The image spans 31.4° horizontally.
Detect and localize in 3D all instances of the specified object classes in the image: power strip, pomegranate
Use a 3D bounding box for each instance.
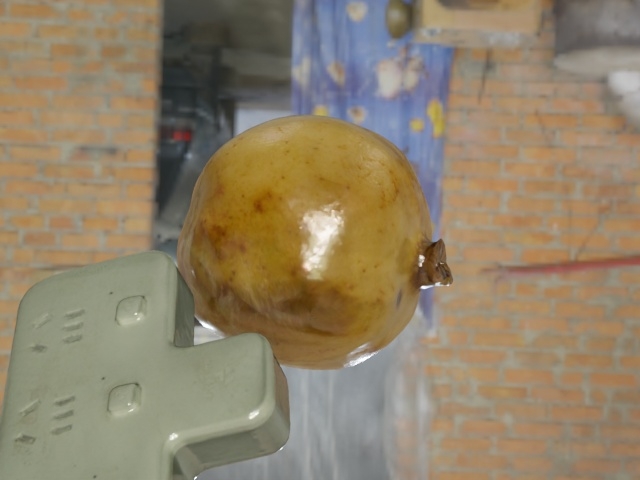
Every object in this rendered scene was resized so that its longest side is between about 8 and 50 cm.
[{"bbox_3d":[-0.116,0.116,0.741,0.193,0.265,0.059,-14,136,11],"label":"power strip"},{"bbox_3d":[-0.018,0.003,1.268,0.307,0.307,0.307,2,180,0],"label":"pomegranate"}]
